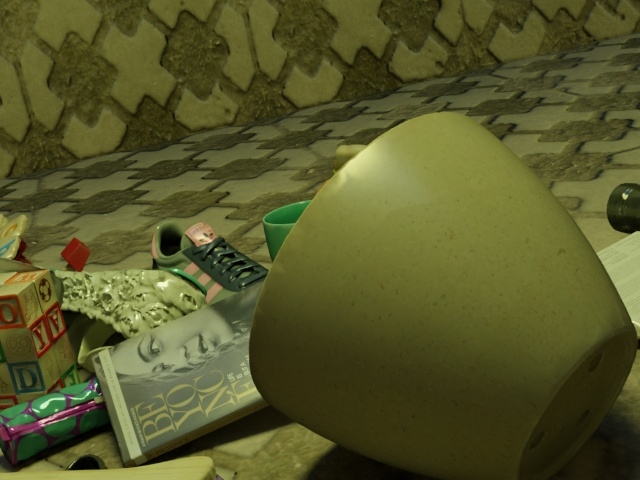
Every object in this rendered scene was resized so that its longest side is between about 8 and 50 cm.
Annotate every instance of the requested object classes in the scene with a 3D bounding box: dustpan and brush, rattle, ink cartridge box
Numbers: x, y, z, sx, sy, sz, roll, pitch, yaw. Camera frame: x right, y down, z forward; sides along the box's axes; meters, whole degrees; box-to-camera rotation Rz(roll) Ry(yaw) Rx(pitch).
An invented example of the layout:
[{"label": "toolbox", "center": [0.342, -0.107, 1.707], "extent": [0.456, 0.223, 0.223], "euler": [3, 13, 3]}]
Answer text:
[{"label": "dustpan and brush", "center": [-0.410, 0.104, 1.367], "extent": [0.147, 0.211, 0.060], "euler": [15, 25, 5]}, {"label": "rattle", "center": [0.103, -0.092, 1.904], "extent": [0.199, 0.130, 0.143], "euler": [21, 37, 13]}, {"label": "ink cartridge box", "center": [0.400, 0.077, 1.194], "extent": [0.181, 0.056, 0.224], "euler": [-22, 38, -34]}]

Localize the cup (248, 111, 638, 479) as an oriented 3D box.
[{"label": "cup", "center": [0.137, 0.084, 0.932], "extent": [0.331, 0.331, 0.237], "euler": [-25, 47, -39]}]

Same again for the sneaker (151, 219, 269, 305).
[{"label": "sneaker", "center": [-0.150, 0.044, 1.498], "extent": [0.112, 0.131, 0.319], "euler": [-24, 20, -39]}]

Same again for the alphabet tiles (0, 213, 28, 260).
[{"label": "alphabet tiles", "center": [-0.584, 0.072, 1.668], "extent": [0.278, 0.021, 0.284], "euler": [-30, 32, 19]}]

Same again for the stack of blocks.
[{"label": "stack of blocks", "center": [-0.469, 0.145, 1.306], "extent": [0.297, 0.171, 0.087], "euler": [-8, 16, 14]}]

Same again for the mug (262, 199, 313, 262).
[{"label": "mug", "center": [-0.009, 0.002, 1.604], "extent": [0.129, 0.097, 0.157], "euler": [-22, 20, -35]}]

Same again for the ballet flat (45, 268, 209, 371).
[{"label": "ballet flat", "center": [-0.305, 0.107, 1.386], "extent": [0.147, 0.147, 0.408], "euler": [-25, 12, -38]}]

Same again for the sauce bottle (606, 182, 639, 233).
[{"label": "sauce bottle", "center": [0.517, -0.025, 1.312], "extent": [0.111, 0.112, 0.344], "euler": [-20, 19, -28]}]

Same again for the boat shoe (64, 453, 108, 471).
[{"label": "boat shoe", "center": [-0.226, 0.262, 0.913], "extent": [0.080, 0.076, 0.228], "euler": [-9, 16, 10]}]

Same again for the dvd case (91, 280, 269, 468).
[{"label": "dvd case", "center": [-0.135, 0.144, 1.164], "extent": [0.221, 0.018, 0.165], "euler": [-24, 45, -7]}]

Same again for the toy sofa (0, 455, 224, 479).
[{"label": "toy sofa", "center": [-0.230, 0.271, 0.750], "extent": [0.362, 0.150, 0.177], "euler": [-6, 18, 18]}]

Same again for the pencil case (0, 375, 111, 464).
[{"label": "pencil case", "center": [-0.296, 0.200, 1.191], "extent": [0.151, 0.065, 0.070], "euler": [-21, -6, -27]}]

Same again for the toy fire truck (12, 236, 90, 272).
[{"label": "toy fire truck", "center": [-0.494, 0.058, 1.748], "extent": [0.192, 0.135, 0.047], "euler": [-54, 31, -3]}]
